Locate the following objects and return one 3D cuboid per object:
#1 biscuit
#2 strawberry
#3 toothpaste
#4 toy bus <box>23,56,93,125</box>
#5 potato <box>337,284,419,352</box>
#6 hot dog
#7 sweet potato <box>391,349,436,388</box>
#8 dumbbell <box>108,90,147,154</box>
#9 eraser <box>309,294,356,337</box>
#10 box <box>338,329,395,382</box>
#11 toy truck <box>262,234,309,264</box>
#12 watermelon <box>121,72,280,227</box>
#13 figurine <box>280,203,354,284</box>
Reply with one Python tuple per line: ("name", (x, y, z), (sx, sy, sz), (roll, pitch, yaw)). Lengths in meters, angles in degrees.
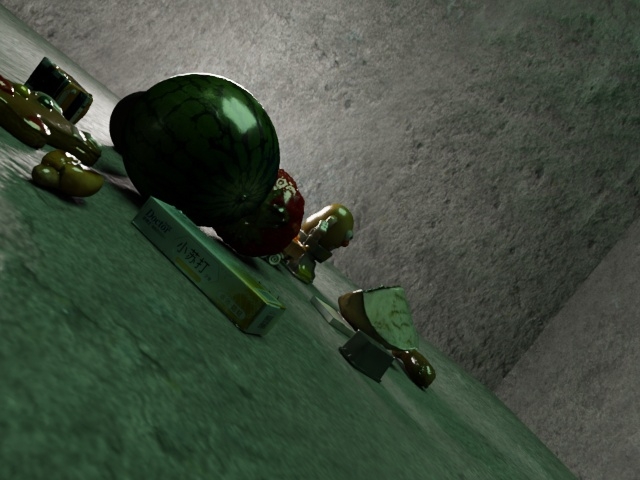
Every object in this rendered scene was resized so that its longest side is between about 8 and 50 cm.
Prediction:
("biscuit", (-0.575, -0.266, 1.202), (0.283, 0.064, 0.432), (40, 2, 17))
("strawberry", (-0.161, -0.086, 1.758), (0.257, 0.257, 0.277), (39, 17, 1))
("toothpaste", (-0.197, 0.040, 1.140), (0.313, 0.071, 0.089), (40, 5, 23))
("toy bus", (-0.643, -0.364, 1.612), (0.114, 0.098, 0.201), (36, 2, -45))
("potato", (0.134, 0.251, 1.965), (0.189, 0.211, 0.264), (-9, -6, -35))
("hot dog", (-0.391, -0.099, 1.014), (0.090, 0.060, 0.140), (35, -4, -6))
("sweet potato", (0.286, 0.376, 2.038), (0.075, 0.075, 0.273), (38, 2, -20))
("dumbbell", (-0.489, -0.325, 1.930), (0.203, 0.204, 0.322), (38, 2, -8))
("eraser", (0.037, 0.217, 1.855), (0.104, 0.023, 0.150), (37, 3, -30))
("box", (0.111, 0.266, 1.519), (0.122, 0.069, 0.084), (37, 4, -36))
("toy truck", (-0.172, -0.030, 1.966), (0.270, 0.135, 0.114), (38, 3, -30))
("watermelon", (-0.263, -0.197, 1.454), (0.363, 0.363, 0.363), (39, 3, -2))
("figurine", (-0.001, -0.001, 2.225), (0.167, 0.285, 0.342), (36, 1, -15))
